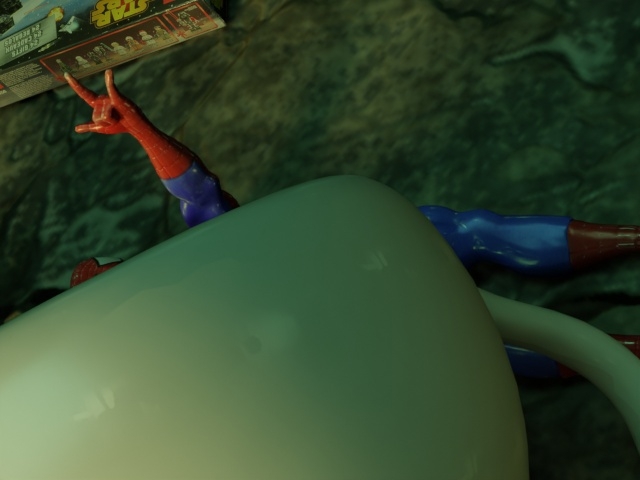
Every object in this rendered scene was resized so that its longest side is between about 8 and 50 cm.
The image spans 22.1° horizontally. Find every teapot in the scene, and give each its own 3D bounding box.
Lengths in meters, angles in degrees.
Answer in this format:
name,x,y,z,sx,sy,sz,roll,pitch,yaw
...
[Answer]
name,x,y,z,sx,sy,sz,roll,pitch,yaw
teapot,-0.030,0.109,0.485,0.256,0.252,0.187,-32,85,17

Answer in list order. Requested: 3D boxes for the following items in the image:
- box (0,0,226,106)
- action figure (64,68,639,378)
name,x,y,z,sx,sy,sz,roll,pitch,yaw
box,-0.112,-0.130,0.832,0.137,0.027,0.094,-16,55,22
action figure,0.000,0.000,0.629,0.280,0.139,0.092,-4,60,31
